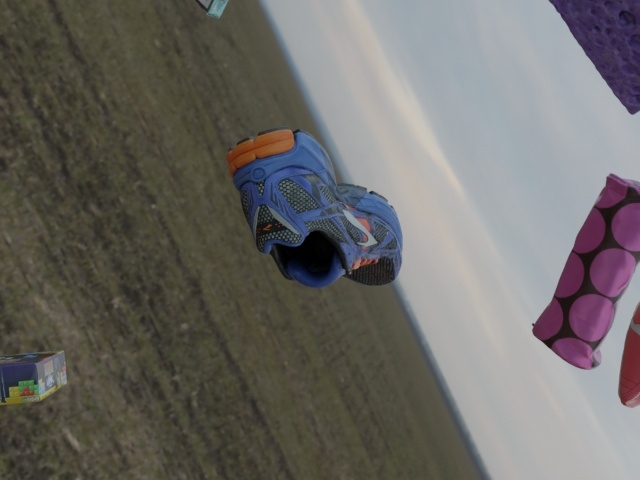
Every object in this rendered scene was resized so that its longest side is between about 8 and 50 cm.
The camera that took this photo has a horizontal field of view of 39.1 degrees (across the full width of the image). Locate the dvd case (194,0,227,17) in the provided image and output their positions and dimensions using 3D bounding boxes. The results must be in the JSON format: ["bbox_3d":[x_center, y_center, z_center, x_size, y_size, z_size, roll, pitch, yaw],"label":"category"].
[{"bbox_3d":[-0.080,-0.216,0.612,0.013,0.087,0.119,11,29,-43],"label":"dvd case"}]

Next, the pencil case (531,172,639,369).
[{"bbox_3d":[0.311,0.034,0.990,0.098,0.209,0.095,10,20,-43],"label":"pencil case"}]

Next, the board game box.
[{"bbox_3d":[-0.408,0.169,1.087,0.141,0.170,0.048,153,-68,-86],"label":"board game box"}]

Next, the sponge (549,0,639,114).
[{"bbox_3d":[0.246,-0.177,0.540,0.117,0.210,0.031,52,38,-7],"label":"sponge"}]

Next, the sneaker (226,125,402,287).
[{"bbox_3d":[0.000,0.000,0.676,0.221,0.083,0.087,32,47,-54],"label":"sneaker"}]

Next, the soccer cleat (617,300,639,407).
[{"bbox_3d":[0.338,0.108,0.529,0.318,0.116,0.108,24,-12,28],"label":"soccer cleat"}]
